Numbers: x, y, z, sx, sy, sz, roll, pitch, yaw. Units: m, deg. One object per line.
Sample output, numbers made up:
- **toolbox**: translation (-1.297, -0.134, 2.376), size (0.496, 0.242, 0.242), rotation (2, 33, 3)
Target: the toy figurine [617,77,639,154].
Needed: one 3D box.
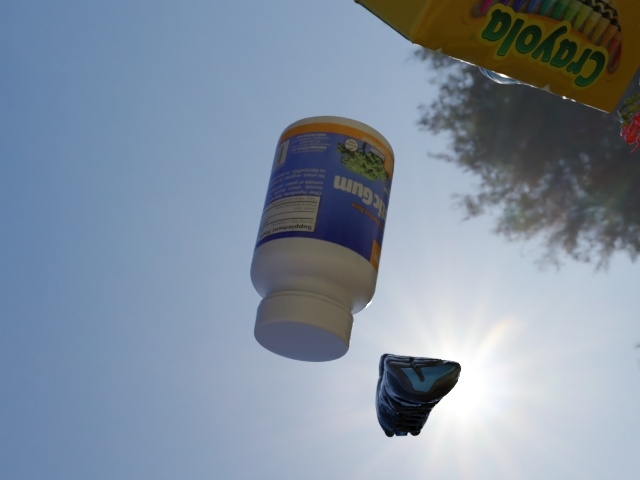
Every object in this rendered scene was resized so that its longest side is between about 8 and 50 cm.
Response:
- **toy figurine**: translation (0.746, -0.241, 2.166), size (0.217, 0.191, 0.362), rotation (28, -160, 0)

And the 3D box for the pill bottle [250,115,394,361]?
- **pill bottle**: translation (0.000, 0.000, 1.290), size (0.152, 0.152, 0.272), rotation (38, -130, -40)

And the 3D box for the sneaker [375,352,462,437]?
- **sneaker**: translation (0.156, 0.258, 1.766), size (0.341, 0.125, 0.140), rotation (84, -166, -83)

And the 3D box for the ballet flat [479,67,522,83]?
- **ballet flat**: translation (0.382, -0.340, 1.987), size (0.316, 0.107, 0.106), rotation (9, -121, -47)

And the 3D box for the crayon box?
- **crayon box**: translation (0.245, -0.312, 1.059), size (0.362, 0.313, 0.106), rotation (8, -155, -45)
